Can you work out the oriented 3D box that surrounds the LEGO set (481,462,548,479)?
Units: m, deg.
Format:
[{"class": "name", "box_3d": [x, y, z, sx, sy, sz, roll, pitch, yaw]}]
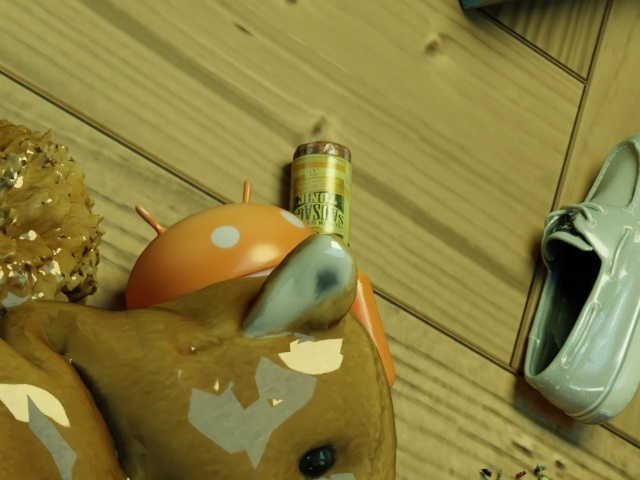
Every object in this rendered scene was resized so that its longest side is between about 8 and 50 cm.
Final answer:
[{"class": "LEGO set", "box_3d": [0.128, 0.171, 1.234, 0.083, 0.023, 0.054, -36, 94, -36]}]

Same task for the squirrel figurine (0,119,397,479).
[{"class": "squirrel figurine", "box_3d": [-0.164, 0.072, 0.891, 0.370, 0.281, 0.397, -21, 65, -15]}]

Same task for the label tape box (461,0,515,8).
[{"class": "label tape box", "box_3d": [0.234, -0.329, 1.411, 0.348, 0.115, 0.249, -16, 90, -37]}]

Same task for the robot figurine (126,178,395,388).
[{"class": "robot figurine", "box_3d": [-0.040, 0.073, 1.096, 0.158, 0.128, 0.219, -20, 83, 4]}]

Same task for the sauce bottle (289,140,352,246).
[{"class": "sauce bottle", "box_3d": [0.000, 0.000, 1.202, 0.042, 0.042, 0.128, 12, 65, -29]}]

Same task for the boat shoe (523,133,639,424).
[{"class": "boat shoe", "box_3d": [0.195, 0.013, 1.300, 0.081, 0.079, 0.227, 30, 62, -26]}]
